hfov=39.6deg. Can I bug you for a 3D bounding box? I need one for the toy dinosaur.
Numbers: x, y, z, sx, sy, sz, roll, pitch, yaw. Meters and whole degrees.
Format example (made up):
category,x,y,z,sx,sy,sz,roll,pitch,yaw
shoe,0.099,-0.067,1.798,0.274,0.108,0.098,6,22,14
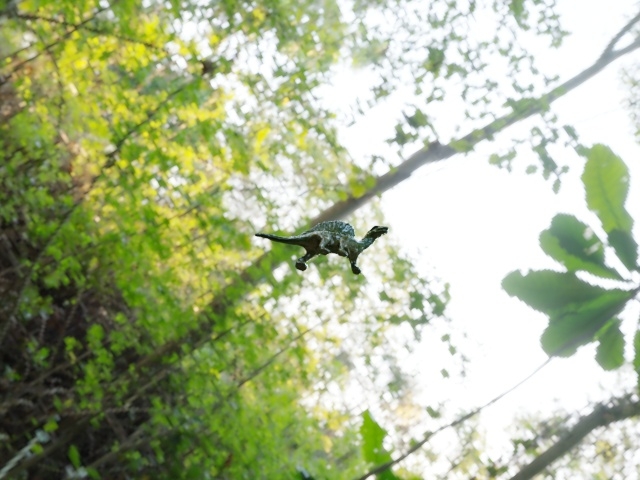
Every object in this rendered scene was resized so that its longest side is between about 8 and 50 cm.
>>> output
category,x,y,z,sx,sy,sz,roll,pitch,yaw
toy dinosaur,0.001,0.000,0.815,0.120,0.060,0.029,5,-50,14
